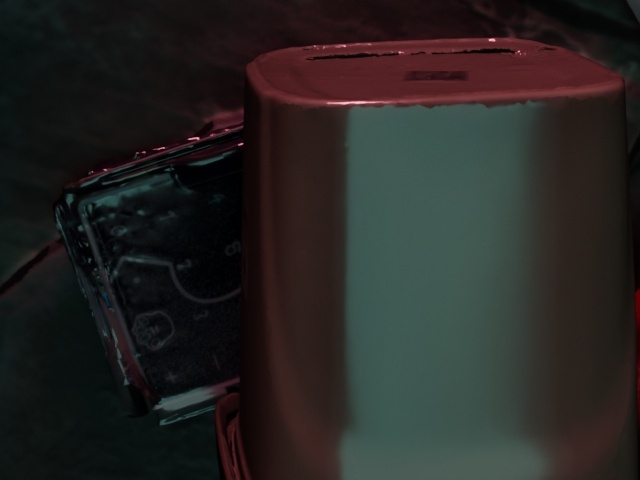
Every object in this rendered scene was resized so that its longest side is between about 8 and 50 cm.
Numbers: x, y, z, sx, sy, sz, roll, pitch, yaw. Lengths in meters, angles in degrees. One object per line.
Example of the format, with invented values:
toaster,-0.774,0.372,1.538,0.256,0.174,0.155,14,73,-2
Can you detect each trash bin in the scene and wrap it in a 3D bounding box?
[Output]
trash bin,0.056,0.035,0.724,0.219,0.220,0.250,-3,106,-9

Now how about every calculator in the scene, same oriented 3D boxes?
calculator,0.000,0.000,0.822,0.274,0.028,0.166,-18,113,-3

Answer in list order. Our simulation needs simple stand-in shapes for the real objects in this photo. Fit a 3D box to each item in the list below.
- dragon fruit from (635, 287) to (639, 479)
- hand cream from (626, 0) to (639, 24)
dragon fruit,0.253,0.090,0.812,0.193,0.274,0.192,-22,73,-1
hand cream,0.208,-0.135,0.805,0.084,0.053,0.142,-25,98,-1
